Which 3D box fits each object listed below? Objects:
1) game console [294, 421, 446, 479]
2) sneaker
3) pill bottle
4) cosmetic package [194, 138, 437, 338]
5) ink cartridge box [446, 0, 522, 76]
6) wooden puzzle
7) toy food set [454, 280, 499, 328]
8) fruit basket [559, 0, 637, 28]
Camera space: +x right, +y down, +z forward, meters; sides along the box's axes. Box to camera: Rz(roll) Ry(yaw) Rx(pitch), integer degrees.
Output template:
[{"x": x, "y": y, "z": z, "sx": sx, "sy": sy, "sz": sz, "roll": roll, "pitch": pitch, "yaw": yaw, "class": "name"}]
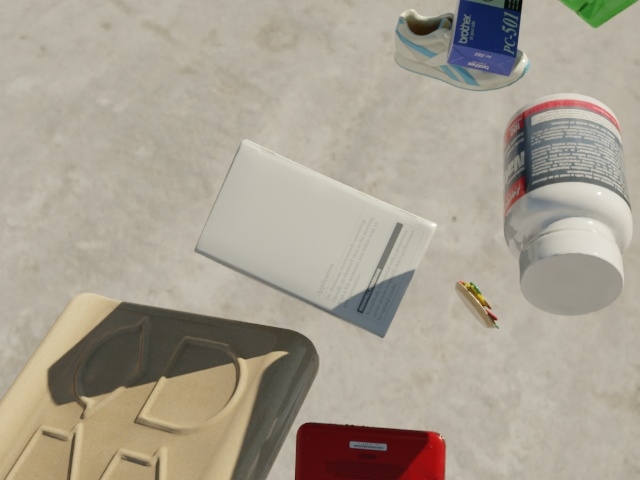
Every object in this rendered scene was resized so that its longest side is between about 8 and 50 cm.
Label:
[{"x": 0.054, "y": 0.238, "z": 0.856, "sx": 0.144, "sy": 0.085, "sz": 0.124, "roll": 1, "pitch": 86, "yaw": 16, "class": "game console"}, {"x": 0.225, "y": -0.309, "z": 1.430, "sx": 0.228, "sy": 0.092, "sz": 0.087, "roll": 16, "pitch": 53, "yaw": 19, "class": "sneaker"}, {"x": 0.211, "y": -0.031, "z": 0.761, "sx": 0.107, "sy": 0.108, "sz": 0.180, "roll": 5, "pitch": 48, "yaw": 5, "class": "pill bottle"}, {"x": 0.000, "y": 0.000, "z": 1.019, "sx": 0.224, "sy": 0.224, "sz": 0.138, "roll": 25, "pitch": 91, "yaw": 5, "class": "cosmetic package"}, {"x": 0.254, "y": -0.349, "z": 1.343, "sx": 0.097, "sy": 0.046, "sz": 0.207, "roll": 13, "pitch": 60, "yaw": 1, "class": "ink cartridge box"}, {"x": -0.203, "y": 0.222, "z": 0.961, "sx": 0.347, "sy": 0.080, "sz": 0.322, "roll": 9, "pitch": 55, "yaw": 29, "class": "wooden puzzle"}, {"x": 0.212, "y": 0.087, "z": 1.198, "sx": 0.020, "sy": 0.083, "sz": 0.082, "roll": -37, "pitch": 8, "yaw": -2, "class": "toy food set"}, {"x": 0.394, "y": -0.516, "z": 1.157, "sx": 0.283, "sy": 0.392, "sz": 0.392, "roll": 34, "pitch": 42, "yaw": -14, "class": "fruit basket"}]
